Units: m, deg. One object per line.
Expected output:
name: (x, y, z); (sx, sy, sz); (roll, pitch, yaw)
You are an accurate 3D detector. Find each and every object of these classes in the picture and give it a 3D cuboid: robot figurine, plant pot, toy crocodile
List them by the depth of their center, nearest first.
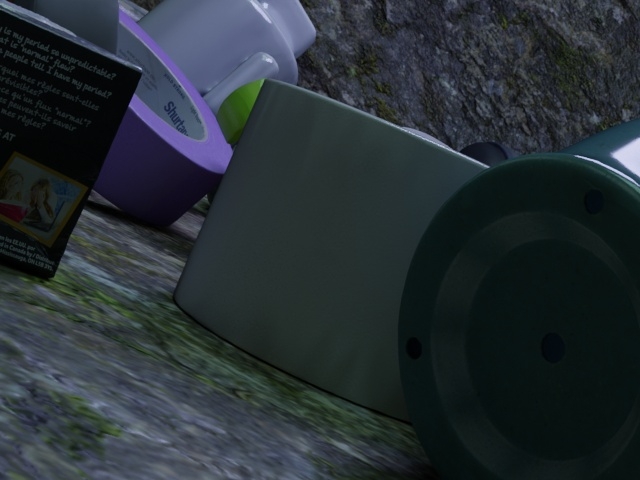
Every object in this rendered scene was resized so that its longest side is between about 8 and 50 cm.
plant pot: (0.188, 0.053, 0.616); (0.255, 0.272, 0.271); (0, 18, -40)
toy crocodile: (-0.043, -0.060, 1.250); (0.340, 0.105, 0.115); (93, -24, -69)
robot figurine: (-0.170, -0.202, 1.500); (0.200, 0.353, 0.300); (55, -19, -26)

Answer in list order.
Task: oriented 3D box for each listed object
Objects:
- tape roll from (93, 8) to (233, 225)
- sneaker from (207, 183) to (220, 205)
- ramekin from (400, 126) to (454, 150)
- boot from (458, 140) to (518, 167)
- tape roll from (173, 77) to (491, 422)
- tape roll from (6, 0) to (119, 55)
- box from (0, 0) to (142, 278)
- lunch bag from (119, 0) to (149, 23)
tape roll: (-0.214, -0.148, 1.229); (0.275, 0.090, 0.275); (48, 12, -14)
sneaker: (-0.061, -0.050, 1.767); (0.226, 0.086, 0.163); (23, 5, -7)
ramekin: (0.131, -0.021, 1.421); (0.273, 0.127, 0.273); (33, 25, -18)
boot: (0.088, -0.084, 1.698); (0.445, 0.146, 0.367); (19, 37, -19)
tape roll: (0.039, 0.009, 0.826); (0.246, 0.169, 0.246); (24, 4, -2)
tape roll: (-0.245, -0.159, 0.993); (0.072, 0.219, 0.219); (6, 12, -32)
box: (-0.242, -0.096, 0.745); (0.163, 0.142, 0.247); (22, 3, -29)
lunch bag: (-0.398, -0.262, 1.714); (0.305, 0.213, 0.256); (25, -15, -34)
